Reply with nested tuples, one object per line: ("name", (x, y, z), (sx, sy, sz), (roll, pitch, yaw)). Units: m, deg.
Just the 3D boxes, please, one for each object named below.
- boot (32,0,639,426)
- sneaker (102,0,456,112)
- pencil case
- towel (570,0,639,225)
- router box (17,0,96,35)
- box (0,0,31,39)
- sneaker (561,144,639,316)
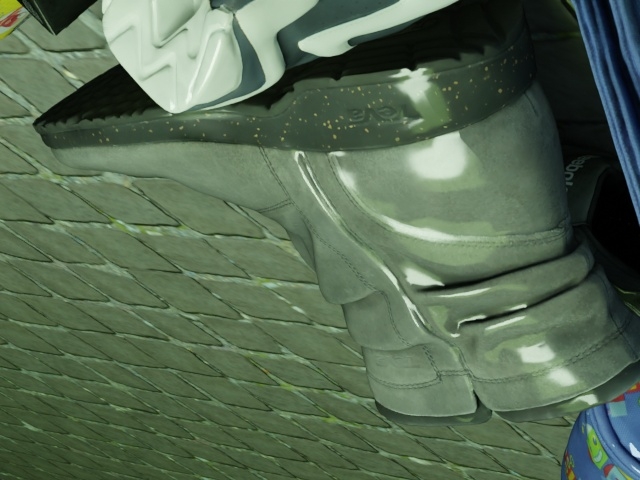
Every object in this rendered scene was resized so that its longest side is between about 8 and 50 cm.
("boot", (0.000, 0.000, 0.903), (0.338, 0.118, 0.223), (3, 126, 46))
("sneaker", (0.023, -0.153, 0.663), (0.094, 0.153, 0.235), (45, 130, 23))
("pencil case", (0.240, 0.152, 1.197), (0.133, 0.119, 0.306), (-21, 159, -5))
("towel", (0.210, 0.028, 0.749), (0.040, 0.243, 0.336), (-26, 139, 22))
("router box", (-0.087, -0.172, 0.629), (0.046, 0.133, 0.179), (44, 170, 23))
("box", (-0.149, -0.136, 0.773), (0.043, 0.105, 0.179), (57, -162, 7))
("sneaker", (0.116, -0.020, 0.933), (0.234, 0.078, 0.106), (29, 145, 8))
